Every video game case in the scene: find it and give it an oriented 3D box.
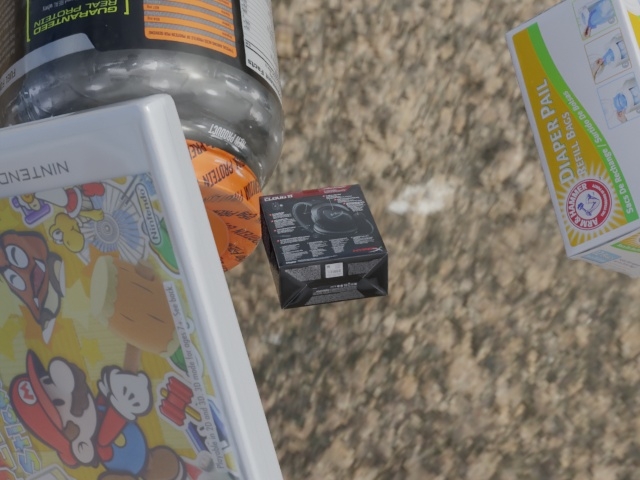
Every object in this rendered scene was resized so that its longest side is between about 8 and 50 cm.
[{"bbox_3d":[-0.126,0.054,0.655,0.026,0.206,0.226,-32,110,-53],"label":"video game case"}]

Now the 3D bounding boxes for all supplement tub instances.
[{"bbox_3d":[-0.136,-0.148,0.964,0.207,0.207,0.338,-2,62,-8],"label":"supplement tub"}]

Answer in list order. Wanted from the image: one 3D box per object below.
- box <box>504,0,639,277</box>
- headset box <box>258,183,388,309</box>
[{"bbox_3d":[0.239,-0.086,1.044,0.114,0.103,0.203,12,59,-49],"label":"box"},{"bbox_3d":[0.000,0.000,0.761,0.062,0.032,0.083,-8,33,-9],"label":"headset box"}]
